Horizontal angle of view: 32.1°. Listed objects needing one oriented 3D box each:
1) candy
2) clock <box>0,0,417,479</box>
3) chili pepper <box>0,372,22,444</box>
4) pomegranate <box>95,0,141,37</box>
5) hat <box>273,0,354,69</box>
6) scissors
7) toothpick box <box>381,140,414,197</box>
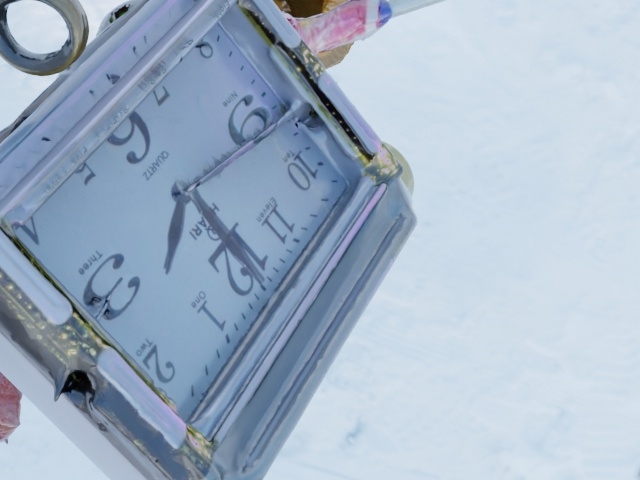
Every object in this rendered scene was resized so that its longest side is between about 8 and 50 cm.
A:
[{"bbox_3d":[0.037,-0.194,0.956,0.365,0.124,0.124,-19,104,-1],"label":"candy"},{"bbox_3d":[-0.065,-0.009,0.549,0.186,0.083,0.253,51,48,-19],"label":"clock"},{"bbox_3d":[-0.365,0.090,0.926,0.136,0.144,0.253,-48,132,9],"label":"chili pepper"},{"bbox_3d":[-0.164,-0.159,1.087,0.126,0.163,0.138,-8,68,-29],"label":"pomegranate"},{"bbox_3d":[-0.056,-0.387,1.763,0.233,0.233,0.244,-43,104,-7],"label":"hat"},{"bbox_3d":[-0.203,-0.105,0.485,0.220,0.017,0.088,-3,121,21],"label":"scissors"},{"bbox_3d":[0.055,-0.070,2.104,0.271,0.175,0.175,-47,116,-53],"label":"toothpick box"}]
